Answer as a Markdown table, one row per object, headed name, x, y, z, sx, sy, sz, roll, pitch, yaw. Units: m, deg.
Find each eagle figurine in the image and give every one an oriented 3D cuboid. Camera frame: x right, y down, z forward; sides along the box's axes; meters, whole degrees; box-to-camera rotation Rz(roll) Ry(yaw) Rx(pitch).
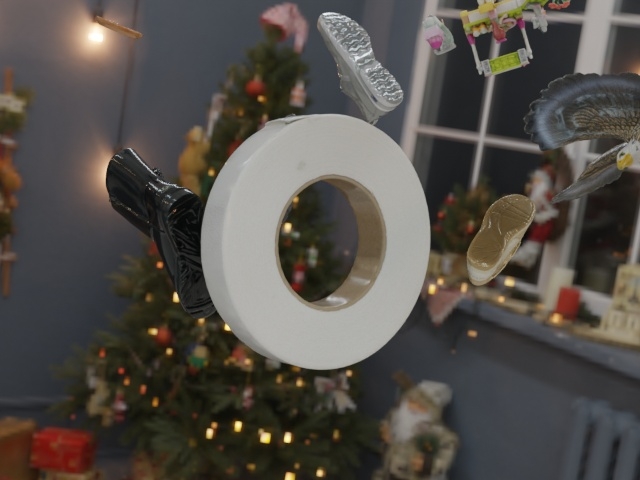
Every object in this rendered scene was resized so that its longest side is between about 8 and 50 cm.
| name | x | y | z | sx | sy | sz | roll | pitch | yaw |
| --- | --- | --- | --- | --- | --- | --- | --- | --- | --- |
| eagle figurine | 0.526 | -0.174 | 1.941 | 0.298 | 0.226 | 0.225 | 3 | 1 | 39 |

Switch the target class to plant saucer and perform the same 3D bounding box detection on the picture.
| name | x | y | z | sx | sy | sz | roll | pitch | yaw |
| --- | --- | --- | --- | --- | --- | --- | --- | --- | --- |
| plant saucer | -0.343 | -0.360 | 1.922 | 0.083 | 0.013 | 0.083 | 21 | 7 | -3 |

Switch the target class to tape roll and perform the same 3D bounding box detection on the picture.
| name | x | y | z | sx | sy | sz | roll | pitch | yaw |
| --- | --- | --- | --- | --- | --- | --- | --- | --- | --- |
| tape roll | 0.000 | 0.000 | 1.725 | 0.392 | 0.392 | 0.072 | 4 | 1 | -34 |

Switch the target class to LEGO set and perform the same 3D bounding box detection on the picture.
| name | x | y | z | sx | sy | sz | roll | pitch | yaw |
| --- | --- | --- | --- | --- | --- | --- | --- | --- | --- |
| LEGO set | 0.304 | -0.336 | 1.717 | 0.287 | 0.107 | 0.132 | -23 | -20 | 34 |

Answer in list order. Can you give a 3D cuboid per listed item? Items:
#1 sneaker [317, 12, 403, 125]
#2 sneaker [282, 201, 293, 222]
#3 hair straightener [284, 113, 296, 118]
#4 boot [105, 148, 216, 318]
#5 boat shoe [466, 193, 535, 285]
| name | x | y | z | sx | sy | sz | roll | pitch | yaw |
| --- | --- | --- | --- | --- | --- | --- | --- | --- | --- |
| sneaker | 0.062 | -0.373 | 2.456 | 0.105 | 0.281 | 0.115 | -11 | -27 | -39 |
| sneaker | -0.156 | -0.037 | 2.143 | 0.110 | 0.275 | 0.107 | 1 | -46 | 53 |
| hair straightener | -0.087 | -0.155 | 2.277 | 0.089 | 0.230 | 0.047 | 31 | -24 | -35 |
| boot | -0.248 | -0.015 | 1.821 | 0.094 | 0.246 | 0.207 | -31 | 40 | -23 |
| boat shoe | 0.252 | -0.001 | 1.613 | 0.063 | 0.059 | 0.170 | 28 | 50 | 20 |
